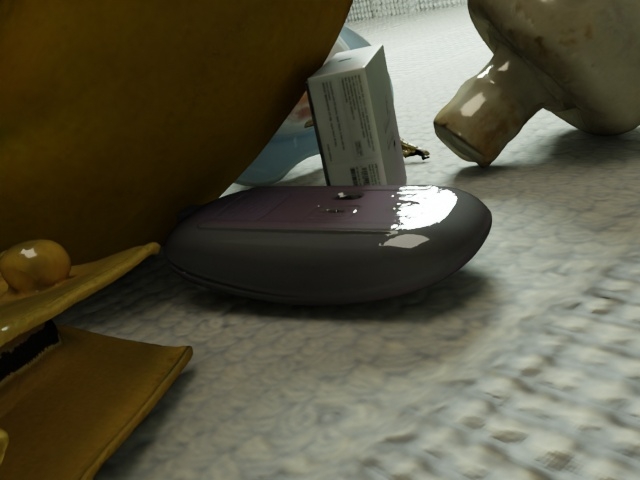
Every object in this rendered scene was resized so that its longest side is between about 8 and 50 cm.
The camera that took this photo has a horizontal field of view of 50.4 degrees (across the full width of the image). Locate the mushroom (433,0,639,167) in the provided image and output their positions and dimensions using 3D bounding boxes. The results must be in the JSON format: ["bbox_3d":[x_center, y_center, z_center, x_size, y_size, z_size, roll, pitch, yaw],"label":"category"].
[{"bbox_3d":[0.216,-0.160,0.629,0.206,0.209,0.206,14,12,-3],"label":"mushroom"}]

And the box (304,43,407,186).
[{"bbox_3d":[0.035,-0.090,0.579,0.051,0.130,0.129,-6,22,15],"label":"box"}]

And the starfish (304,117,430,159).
[{"bbox_3d":[0.057,-0.114,0.724,0.133,0.130,0.041,-57,-9,-7],"label":"starfish"}]

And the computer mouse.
[{"bbox_3d":[0.001,0.001,0.472,0.232,0.057,0.120,1,25,27],"label":"computer mouse"}]

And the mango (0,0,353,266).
[{"bbox_3d":[-0.132,-0.151,0.554,0.446,0.232,0.300,-59,-2,-8],"label":"mango"}]

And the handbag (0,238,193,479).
[{"bbox_3d":[-0.293,0.095,0.327,0.401,0.133,0.283,-10,13,14],"label":"handbag"}]

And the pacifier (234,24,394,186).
[{"bbox_3d":[-0.059,-0.164,0.825,0.279,0.227,0.207,-21,-18,-20],"label":"pacifier"}]
